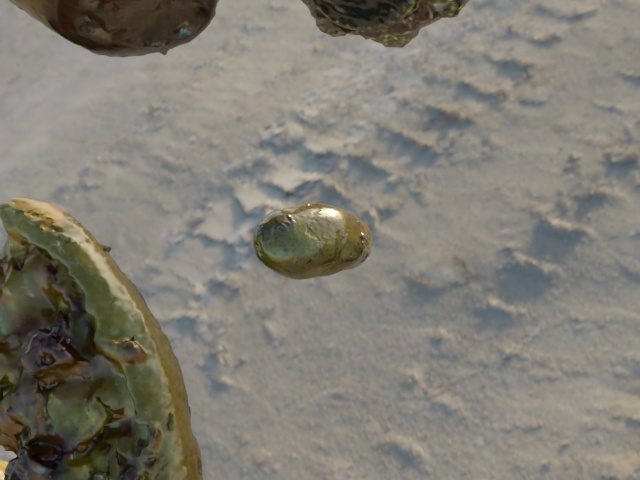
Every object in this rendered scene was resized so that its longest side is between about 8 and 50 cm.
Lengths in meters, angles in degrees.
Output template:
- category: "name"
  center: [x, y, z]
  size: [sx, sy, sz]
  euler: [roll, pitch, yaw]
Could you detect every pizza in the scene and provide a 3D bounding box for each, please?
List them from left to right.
- category: "pizza"
  center: [-0.146, 0.121, 0.655]
  size: [0.161, 0.305, 0.086]
  euler: [-26, -13, 27]

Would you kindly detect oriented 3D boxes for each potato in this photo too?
- category: "potato"
  center: [0.000, 0.000, 0.668]
  size: [0.046, 0.045, 0.092]
  euler: [-13, -8, 38]

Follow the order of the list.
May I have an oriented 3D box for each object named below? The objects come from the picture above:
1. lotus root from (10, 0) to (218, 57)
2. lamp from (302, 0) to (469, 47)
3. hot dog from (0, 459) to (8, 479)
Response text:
- category: "lotus root"
  center: [-0.116, -0.194, 0.579]
  size: [0.188, 0.199, 0.180]
  euler: [-22, 69, 19]
- category: "lamp"
  center: [0.062, -0.273, 0.896]
  size: [0.177, 0.177, 0.274]
  euler: [-8, 36, 24]
- category: "hot dog"
  center: [-0.321, 0.313, 0.928]
  size: [0.196, 0.367, 0.365]
  euler: [-40, 47, 5]
